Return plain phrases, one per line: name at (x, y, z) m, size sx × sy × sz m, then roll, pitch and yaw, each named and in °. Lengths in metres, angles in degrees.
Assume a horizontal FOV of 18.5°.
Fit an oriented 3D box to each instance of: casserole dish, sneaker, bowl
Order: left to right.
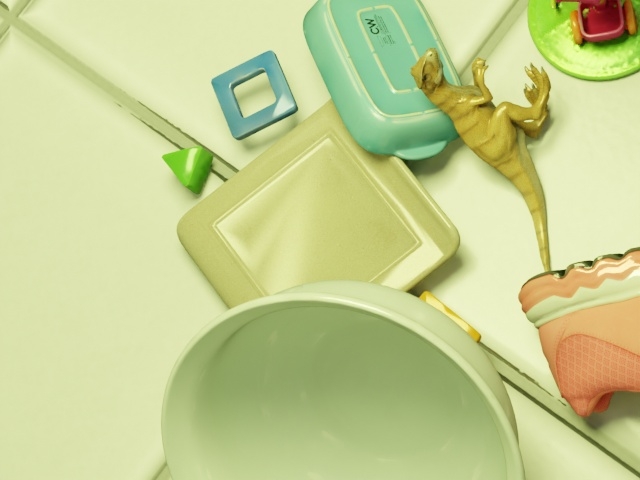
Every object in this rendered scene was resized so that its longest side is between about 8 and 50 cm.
bowl at (0.034, 0.142, 1.544) m, size 0.298 × 0.134 × 0.298 m, roll 10°, pitch 121°, yaw 17°
casserole dish at (0.058, -0.154, 1.680) m, size 0.114 × 0.037 × 0.188 m, roll -12°, pitch 61°, yaw -20°
sneaker at (0.311, 0.059, 1.527) m, size 0.314 × 0.116 × 0.136 m, roll -16°, pitch 85°, yaw 34°

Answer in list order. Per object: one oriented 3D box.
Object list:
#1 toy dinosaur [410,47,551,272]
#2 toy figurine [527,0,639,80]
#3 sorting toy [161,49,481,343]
toy dinosaur at (0.154, -0.084, 1.646) m, size 0.112 × 0.064 × 0.211 m, roll -43°, pitch 102°, yaw -14°
toy figurine at (0.222, -0.241, 1.626) m, size 0.130 × 0.159 × 0.173 m, roll -9°, pitch 71°, yaw 12°
sorting toy at (0.000, 0.000, 1.677) m, size 0.196 × 0.047 × 0.348 m, roll -39°, pitch 68°, yaw 5°
